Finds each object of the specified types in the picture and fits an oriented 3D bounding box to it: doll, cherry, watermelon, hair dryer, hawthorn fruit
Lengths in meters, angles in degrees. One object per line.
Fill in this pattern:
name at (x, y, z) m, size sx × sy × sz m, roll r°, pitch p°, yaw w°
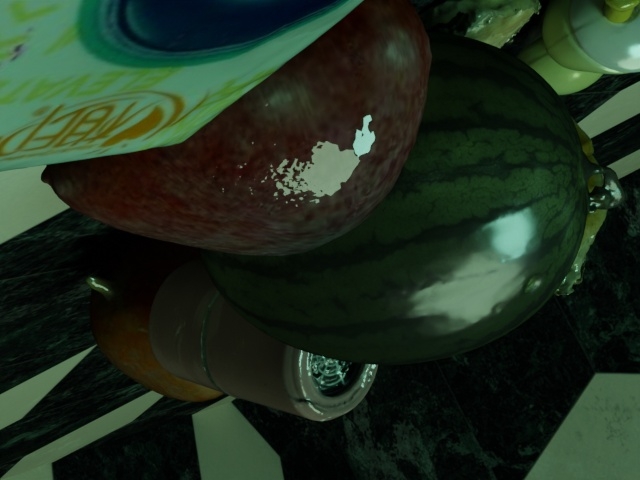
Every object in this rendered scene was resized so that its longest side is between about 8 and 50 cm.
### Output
doll at (0.264, -0.211, 1.571) m, size 0.141 × 0.117 × 0.296 m, roll -31°, pitch -174°, yaw -16°
cherry at (-0.053, -0.097, 1.042) m, size 0.239 × 0.206 × 0.239 m, roll 9°, pitch 171°, yaw 1°
watermelon at (0.070, -0.037, 1.345) m, size 0.359 × 0.279 × 0.279 m, roll -7°, pitch 176°, yaw 14°
hair dryer at (0.000, 0.000, 1.575) m, size 0.210 × 0.125 × 0.352 m, roll 11°, pitch -115°, yaw 44°
hawthorn fruit at (-0.160, 0.065, 1.702) m, size 0.199 × 0.199 × 0.251 m, roll -31°, pitch 153°, yaw 23°

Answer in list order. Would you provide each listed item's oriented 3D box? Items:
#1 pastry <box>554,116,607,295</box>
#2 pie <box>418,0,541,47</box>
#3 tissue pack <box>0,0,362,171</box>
pastry at (0.188, -0.060, 1.737) m, size 0.257 × 0.236 × 0.121 m, roll 4°, pitch 167°, yaw -2°
pie at (0.116, -0.172, 1.505) m, size 0.218 × 0.052 × 0.185 m, roll -36°, pitch 165°, yaw 31°
tissue pack at (-0.063, -0.175, 0.649) m, size 0.388 × 0.162 × 0.287 m, roll -35°, pitch 165°, yaw 38°
